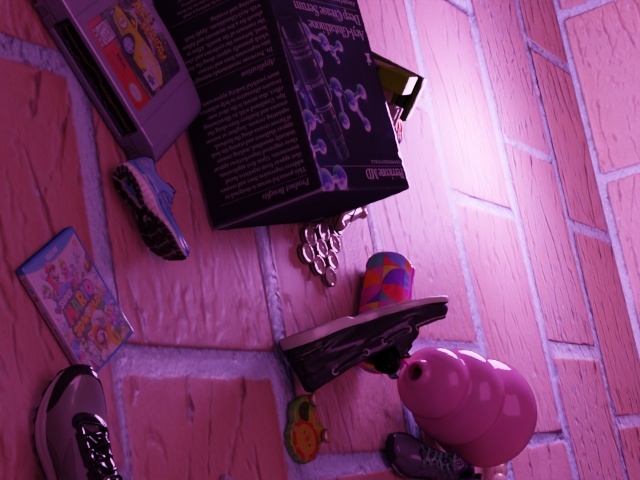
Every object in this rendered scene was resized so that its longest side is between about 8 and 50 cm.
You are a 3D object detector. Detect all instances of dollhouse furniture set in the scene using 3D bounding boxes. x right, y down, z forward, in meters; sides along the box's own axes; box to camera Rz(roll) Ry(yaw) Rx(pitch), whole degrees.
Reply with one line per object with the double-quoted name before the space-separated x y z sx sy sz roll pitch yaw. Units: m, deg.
"dollhouse furniture set" 0.049 -0.185 2.059 0.301 0.151 0.197 -67 169 14

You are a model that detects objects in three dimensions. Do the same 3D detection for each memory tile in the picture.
"memory tile" 0.000 0.000 2.032 0.113 0.012 0.148 46 39 -39

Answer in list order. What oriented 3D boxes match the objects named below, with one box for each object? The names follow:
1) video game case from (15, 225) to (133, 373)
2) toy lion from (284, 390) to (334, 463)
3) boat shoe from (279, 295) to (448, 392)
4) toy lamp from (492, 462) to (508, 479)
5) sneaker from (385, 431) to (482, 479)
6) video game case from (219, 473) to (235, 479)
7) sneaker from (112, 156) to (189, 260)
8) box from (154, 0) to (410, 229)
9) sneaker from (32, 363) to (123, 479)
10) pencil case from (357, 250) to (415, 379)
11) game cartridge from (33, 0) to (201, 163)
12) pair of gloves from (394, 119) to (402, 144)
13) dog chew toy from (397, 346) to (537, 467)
"video game case" -0.307 0.079 1.456 0.166 0.015 0.119 63 31 -17
"toy lion" -0.025 0.297 1.812 0.096 0.034 0.100 -16 88 -54
"boat shoe" 0.090 0.171 1.903 0.340 0.127 0.113 -12 83 -42
"toy lamp" 0.364 0.472 2.334 0.080 0.080 0.274 52 34 -33
"sneaker" 0.205 0.393 2.081 0.224 0.098 0.083 37 45 -47
"video game case" -0.109 0.396 1.629 0.122 0.011 0.087 47 37 -38
"sneaker" -0.220 -0.047 1.610 0.073 0.063 0.162 -40 111 -43
"box" -0.058 -0.236 1.850 0.293 0.212 0.395 -7 80 -59
"sneaker" -0.265 0.273 1.329 0.100 0.108 0.271 25 52 -51
"pencil case" 0.119 0.132 2.078 0.104 0.104 0.236 47 37 -38
"game cartridge" -0.282 -0.270 1.656 0.294 0.060 0.196 60 27 -21
"pair of gloves" 0.150 -0.245 2.427 0.083 0.010 0.074 24 56 -50
"dog chew toy" 0.259 0.294 2.124 0.332 0.207 0.206 33 47 -46
